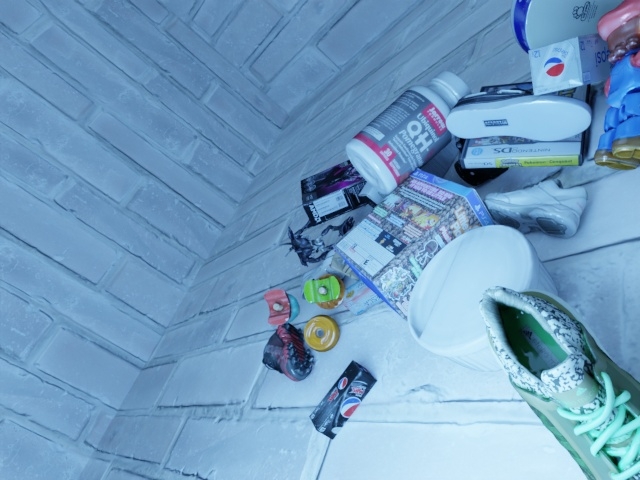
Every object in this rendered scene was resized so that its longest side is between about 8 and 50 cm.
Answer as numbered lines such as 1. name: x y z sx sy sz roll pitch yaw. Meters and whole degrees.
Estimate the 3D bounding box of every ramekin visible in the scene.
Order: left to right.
1. ramekin: 0.300 0.113 0.903 0.273 0.127 0.273 -42 24 24

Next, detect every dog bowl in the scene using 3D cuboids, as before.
1. dog bowl: 0.595 -0.545 1.155 0.265 0.265 0.104 -42 26 25

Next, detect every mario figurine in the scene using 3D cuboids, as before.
1. mario figurine: 0.589 -0.290 0.862 0.198 0.170 0.321 5 85 60

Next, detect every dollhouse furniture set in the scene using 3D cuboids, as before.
1. dollhouse furniture set: 0.125 0.002 1.381 0.129 0.129 0.184 121 172 -54

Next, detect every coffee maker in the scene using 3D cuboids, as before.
1. coffee maker: 0.430 -0.247 1.260 0.171 0.120 0.178 -10 41 23

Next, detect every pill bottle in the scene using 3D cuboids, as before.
1. pill bottle: 0.234 -0.280 1.260 0.318 0.176 0.176 -42 21 -3

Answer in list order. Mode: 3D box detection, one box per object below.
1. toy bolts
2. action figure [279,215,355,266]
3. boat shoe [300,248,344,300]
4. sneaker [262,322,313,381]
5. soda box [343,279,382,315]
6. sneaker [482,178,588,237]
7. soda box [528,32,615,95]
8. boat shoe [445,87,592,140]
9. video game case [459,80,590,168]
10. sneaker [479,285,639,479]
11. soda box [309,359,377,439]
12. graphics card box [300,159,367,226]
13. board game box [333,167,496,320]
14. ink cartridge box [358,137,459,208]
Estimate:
1. toy bolts: -0.034 0.212 1.421 0.228 0.158 0.218 -7 78 13
2. action figure: 0.000 0.000 1.643 0.275 0.164 0.141 -7 21 37
3. boat shoe: 0.020 0.112 1.525 0.267 0.096 0.088 -33 32 42
4. sneaker: -0.099 0.337 1.402 0.135 0.097 0.276 -50 19 4
5. soda box: 0.143 0.126 1.297 0.183 0.058 0.063 -36 27 34
6. sneaker: 0.438 -0.075 1.001 0.115 0.090 0.232 -49 29 -11
7. soda box: 0.542 -0.366 1.002 0.286 0.091 0.098 -23 15 -37
8. boat shoe: 0.431 -0.286 1.074 0.301 0.108 0.102 6 55 41
9. video game case: 0.475 -0.274 1.135 0.248 0.035 0.275 3 53 31
10. sneaker: 0.315 0.199 0.571 0.158 0.182 0.410 -51 44 12
11. soda box: 0.051 0.361 1.118 0.169 0.053 0.060 -53 22 -1
12. graphics card box: 0.118 -0.194 1.621 0.370 0.094 0.233 -23 27 8
13. board game box: 0.213 -0.001 1.141 0.291 0.141 0.232 -42 28 -2
14. ink cartridge box: 0.276 -0.224 1.418 0.371 0.175 0.069 -56 20 -11
